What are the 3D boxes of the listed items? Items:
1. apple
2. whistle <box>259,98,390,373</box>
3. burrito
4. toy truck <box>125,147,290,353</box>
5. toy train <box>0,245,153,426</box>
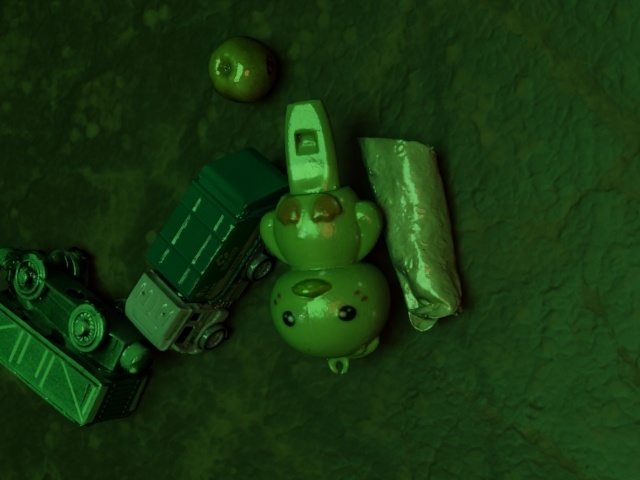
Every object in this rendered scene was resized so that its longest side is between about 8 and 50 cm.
[{"bbox_3d":[-0.093,-0.201,1.371,0.084,0.071,0.084,-1,88,28],"label":"apple"},{"bbox_3d":[-0.003,0.005,1.253,0.141,0.141,0.294,-3,111,28],"label":"whistle"},{"bbox_3d":[0.103,-0.015,1.268,0.087,0.060,0.226,-17,80,27],"label":"burrito"},{"bbox_3d":[-0.126,0.014,1.360,0.114,0.124,0.253,42,106,25],"label":"toy truck"},{"bbox_3d":[-0.316,0.111,1.467,0.269,0.115,0.154,32,112,25],"label":"toy train"}]
